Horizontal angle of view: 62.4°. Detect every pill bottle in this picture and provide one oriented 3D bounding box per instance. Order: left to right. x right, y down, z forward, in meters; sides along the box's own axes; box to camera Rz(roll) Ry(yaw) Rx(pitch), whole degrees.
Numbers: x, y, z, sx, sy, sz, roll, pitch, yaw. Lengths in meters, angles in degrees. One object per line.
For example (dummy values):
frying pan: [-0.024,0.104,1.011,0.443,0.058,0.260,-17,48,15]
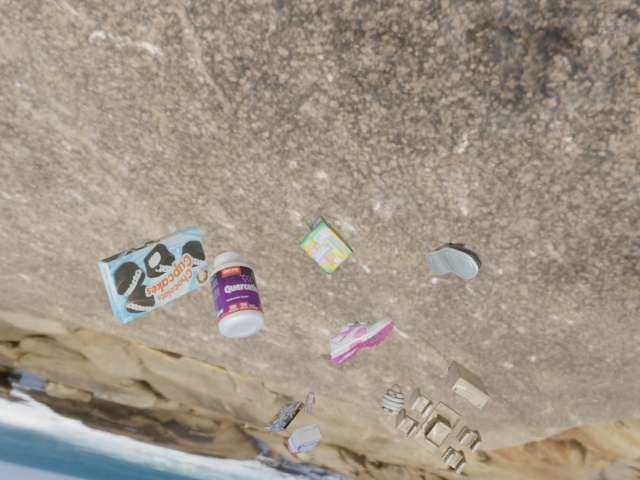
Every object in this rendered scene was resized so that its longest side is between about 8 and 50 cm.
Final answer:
pill bottle: [-0.338,0.210,2.103,0.181,0.323,0.182,-13,148,-8]

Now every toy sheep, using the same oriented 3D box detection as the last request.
toy sheep: [0.250,0.566,1.848,0.091,0.132,0.091,19,-179,0]

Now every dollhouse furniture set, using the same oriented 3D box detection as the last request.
dollhouse furniture set: [0.364,0.491,1.526,0.212,0.242,0.161,34,-172,4]

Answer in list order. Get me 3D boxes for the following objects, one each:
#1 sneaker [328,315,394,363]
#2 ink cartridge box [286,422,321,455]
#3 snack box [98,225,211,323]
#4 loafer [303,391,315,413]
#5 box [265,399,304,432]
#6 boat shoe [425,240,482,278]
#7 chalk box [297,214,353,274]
sneaker: [0.132,0.316,1.816,0.252,0.111,0.103,-27,147,0]
ink cartridge box: [-0.064,0.769,2.040,0.099,0.056,0.135,-8,143,-26]
snack box: [-0.487,0.094,1.593,0.060,0.321,0.187,5,113,40]
loafer: [-0.037,0.633,2.061,0.039,0.045,0.125,7,128,-12]
box: [-0.131,0.646,1.940,0.093,0.137,0.027,-25,99,39]
boat shoe: [0.424,0.049,1.637,0.114,0.091,0.302,60,169,-9]
chalk box: [0.000,0.000,1.992,0.213,0.132,0.132,45,-174,-12]
